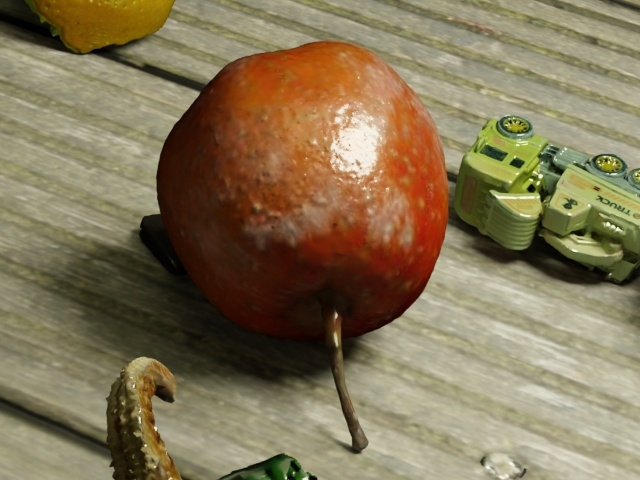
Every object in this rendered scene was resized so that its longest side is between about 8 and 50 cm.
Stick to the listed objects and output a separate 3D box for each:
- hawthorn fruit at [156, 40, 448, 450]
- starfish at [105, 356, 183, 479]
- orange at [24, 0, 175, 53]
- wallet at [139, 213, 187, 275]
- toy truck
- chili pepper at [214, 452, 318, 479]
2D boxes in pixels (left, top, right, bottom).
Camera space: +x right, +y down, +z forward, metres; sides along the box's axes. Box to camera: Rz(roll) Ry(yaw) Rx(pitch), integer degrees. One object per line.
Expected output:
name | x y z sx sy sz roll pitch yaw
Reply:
hawthorn fruit | -0.002 -0.036 1.423 0.231 0.235 0.263 -39 35 -16
starfish | -0.093 0.208 1.021 0.113 0.303 0.312 38 34 -34
orange | -0.221 -0.307 1.866 0.179 0.158 0.237 22 29 -11
wallet | -0.075 -0.009 1.568 0.157 0.018 0.082 -14 40 -32
toy truck | 0.208 -0.027 1.614 0.191 0.085 0.116 24 40 18
chili pepper | -0.066 0.246 1.112 0.065 0.122 0.279 45 27 -27
